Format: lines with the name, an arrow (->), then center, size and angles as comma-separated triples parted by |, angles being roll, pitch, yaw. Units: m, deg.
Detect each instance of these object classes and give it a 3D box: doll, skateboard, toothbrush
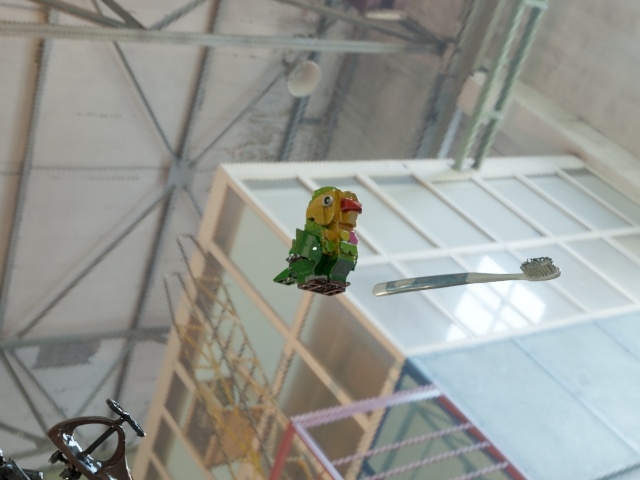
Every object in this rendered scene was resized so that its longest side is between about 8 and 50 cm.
doll -> 0.005, 0.002, 1.583 | 0.106, 0.134, 0.186 | 17, -87, -41
skateboard -> -0.177, 0.207, 0.864 | 0.080, 0.067, 0.151 | -44, -68, -10
toothbrush -> 0.157, 0.044, 1.124 | 0.025, 0.276, 0.019 | 48, -125, -27

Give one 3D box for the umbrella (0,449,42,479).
umbrella -> -0.458, 0.293, 1.290 | 0.128, 0.336, 0.154 | -29, -23, -18
